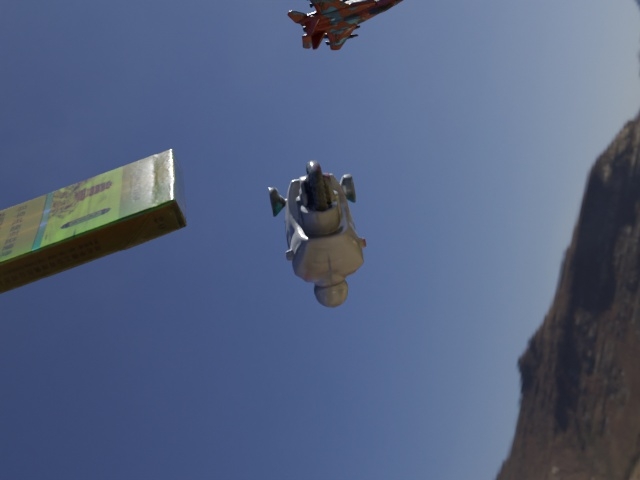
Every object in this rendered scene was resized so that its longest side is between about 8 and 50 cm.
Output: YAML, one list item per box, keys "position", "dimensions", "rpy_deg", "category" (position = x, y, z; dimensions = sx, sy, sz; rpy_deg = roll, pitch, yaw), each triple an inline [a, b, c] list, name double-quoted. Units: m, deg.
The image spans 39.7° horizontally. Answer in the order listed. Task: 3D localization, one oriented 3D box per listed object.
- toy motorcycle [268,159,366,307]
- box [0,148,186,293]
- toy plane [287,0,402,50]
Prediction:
- position: [0.000, 0.000, 1.105]
  dimensions: [0.260, 0.110, 0.171]
  rpy_deg: [101, 161, -81]
  category: "toy motorcycle"
- position: [-0.212, -0.016, 0.766]
  dimensions: [0.121, 0.193, 0.030]
  rpy_deg: [-110, 0, -62]
  category: "box"
- position: [0.049, -0.362, 1.395]
  dimensions: [0.130, 0.189, 0.061]
  rpy_deg: [59, -170, -53]
  category: "toy plane"
